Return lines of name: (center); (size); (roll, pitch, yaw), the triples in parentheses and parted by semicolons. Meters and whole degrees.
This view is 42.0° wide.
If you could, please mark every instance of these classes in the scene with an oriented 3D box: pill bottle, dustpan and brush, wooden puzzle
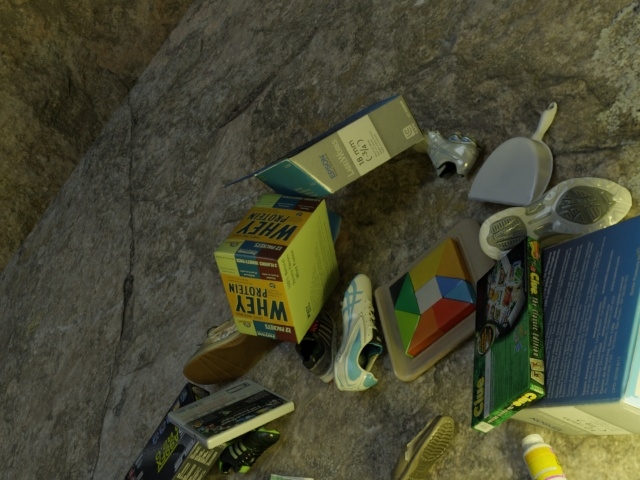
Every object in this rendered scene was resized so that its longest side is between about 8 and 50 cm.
pill bottle: (0.302, 0.306, 1.135); (0.043, 0.043, 0.083); (-42, 37, 21)
dustpan and brush: (0.355, -0.152, 1.439); (0.147, 0.060, 0.211); (14, 81, 53)
wooden puzzle: (0.197, 0.096, 1.435); (0.238, 0.044, 0.221); (-39, 38, 25)

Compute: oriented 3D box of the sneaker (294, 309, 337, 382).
sneaker: (-0.012, 0.188, 1.594); (0.063, 0.074, 0.170); (-38, 38, 26)

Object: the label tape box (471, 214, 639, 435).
label tape box: (0.356, 0.127, 1.130); (0.347, 0.115, 0.249); (-36, 33, 66)

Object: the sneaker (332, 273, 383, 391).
sneaker: (0.077, 0.164, 1.510); (0.086, 0.085, 0.237); (-6, 52, 19)

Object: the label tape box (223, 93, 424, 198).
label tape box: (0.002, -0.149, 1.634); (0.333, 0.106, 0.240); (-32, 8, -18)

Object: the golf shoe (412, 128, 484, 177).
golf shoe: (0.226, -0.163, 1.592); (0.176, 0.069, 0.086); (15, 81, 56)

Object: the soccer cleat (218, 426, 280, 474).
soccer cleat: (-0.136, 0.405, 1.600); (0.179, 0.060, 0.072); (-31, 51, 43)

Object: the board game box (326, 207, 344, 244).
board game box: (0.000, 0.000, 1.772); (0.133, 0.033, 0.168); (-61, 29, 4)

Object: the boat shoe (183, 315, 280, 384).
boat shoe: (-0.170, 0.208, 1.766); (0.285, 0.104, 0.089); (-33, 35, 16)

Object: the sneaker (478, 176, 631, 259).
sneaker: (0.362, -0.034, 1.296); (0.232, 0.115, 0.090); (-17, 82, 15)

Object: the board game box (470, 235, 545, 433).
board game box: (0.264, 0.129, 1.180); (0.136, 0.030, 0.260); (-48, 23, 46)

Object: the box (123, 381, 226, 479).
box: (-0.305, 0.457, 1.716); (0.270, 0.060, 0.216); (-56, 24, 8)

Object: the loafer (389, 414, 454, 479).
loafer: (0.152, 0.328, 1.295); (0.148, 0.056, 0.050); (-56, 40, 2)

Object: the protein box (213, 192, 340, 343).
protein box: (-0.076, 0.050, 1.587); (0.135, 0.200, 0.201); (6, 38, 25)

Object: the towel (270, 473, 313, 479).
towel: (-0.069, 0.490, 1.470); (0.113, 0.023, 0.152); (-12, 54, 47)

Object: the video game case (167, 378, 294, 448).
video game case: (-0.174, 0.332, 1.616); (0.173, 0.190, 0.022); (12, 115, 54)
